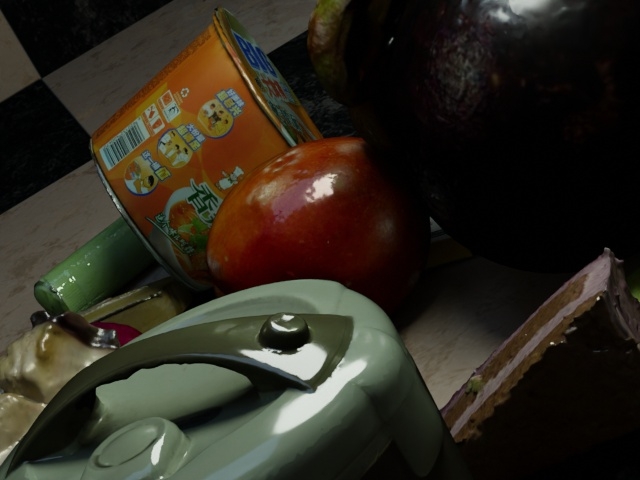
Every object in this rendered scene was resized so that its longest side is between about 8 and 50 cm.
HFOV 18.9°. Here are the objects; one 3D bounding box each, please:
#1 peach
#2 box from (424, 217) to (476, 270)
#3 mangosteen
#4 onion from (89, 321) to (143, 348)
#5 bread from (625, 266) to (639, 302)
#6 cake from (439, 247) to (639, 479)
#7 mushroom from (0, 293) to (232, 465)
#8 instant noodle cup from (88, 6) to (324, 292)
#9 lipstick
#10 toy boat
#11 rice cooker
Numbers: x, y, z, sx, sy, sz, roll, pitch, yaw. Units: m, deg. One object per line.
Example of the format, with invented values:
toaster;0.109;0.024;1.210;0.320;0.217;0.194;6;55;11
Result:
peach;0.000;0.000;1.937;0.243;0.199;0.243;-31;17;11
box;0.137;-0.043;2.094;0.129;0.033;0.247;-18;24;27
mangosteen;0.193;-0.174;1.788;0.382;0.435;0.382;-54;-11;-15
onion;-0.235;0.165;1.954;0.173;0.135;0.198;-32;23;1
bread;0.348;0.053;1.590;0.301;0.045;0.301;-28;19;10
cake;0.166;0.137;1.542;0.295;0.113;0.116;-42;14;32
mushroom;-0.170;0.251;1.630;0.313;0.224;0.397;-5;36;20
instant noodle cup;-0.120;-0.092;2.222;0.214;0.296;0.296;-34;20;9
lipstick;-0.228;-0.002;2.417;0.304;0.076;0.076;-39;23;-27
toy boat;-0.253;0.104;2.209;0.226;0.068;0.088;-28;10;-9
rice cooker;-0.048;0.205;1.353;0.335;0.325;0.335;-25;22;11
